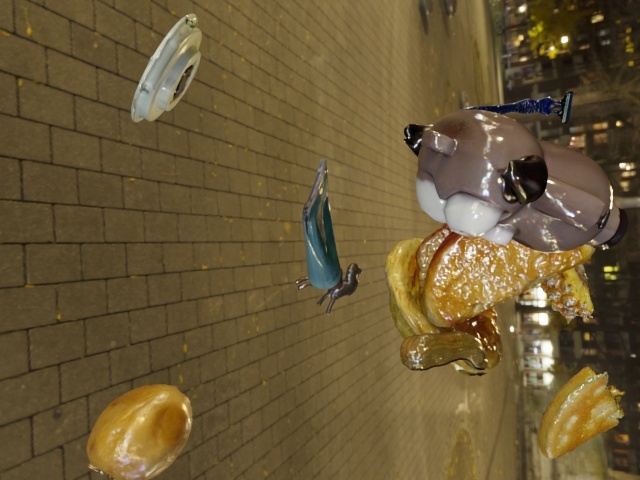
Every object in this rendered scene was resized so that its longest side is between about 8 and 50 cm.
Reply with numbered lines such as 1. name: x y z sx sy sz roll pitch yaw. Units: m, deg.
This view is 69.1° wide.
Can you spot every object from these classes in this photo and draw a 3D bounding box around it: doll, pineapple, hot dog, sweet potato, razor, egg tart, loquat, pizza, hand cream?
1. doll: 0.034 0.114 1.299 0.139 0.165 0.057 47 1 -18
2. pineapple: 0.601 0.083 1.174 0.135 0.079 0.233 21 56 -27
3. hot dog: 0.385 0.021 1.068 0.223 0.405 0.185 61 17 6
4. sweet potato: 0.247 0.211 0.890 0.233 0.081 0.062 10 32 -30
5. razor: 0.262 -0.179 0.647 0.028 0.155 0.044 -76 159 -53
6. egg tart: 0.335 0.196 1.337 0.443 0.178 0.443 28 38 -24
7. loquat: -0.410 0.436 1.072 0.193 0.238 0.238 48 37 -17
8. pizza: 0.666 0.428 1.180 0.081 0.229 0.289 -113 -150 -62
9. doll: 0.200 -0.057 0.483 0.257 0.182 0.117 10 107 -29
10. hand cream: 0.000 0.000 0.588 0.224 0.048 0.083 84 20 -56

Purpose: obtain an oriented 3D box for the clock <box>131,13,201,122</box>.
1. clock: -0.285 -0.322 0.905 0.053 0.236 0.236 31 48 -15
